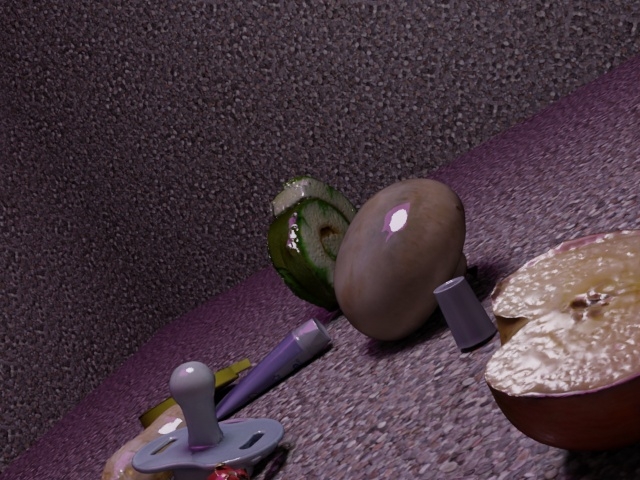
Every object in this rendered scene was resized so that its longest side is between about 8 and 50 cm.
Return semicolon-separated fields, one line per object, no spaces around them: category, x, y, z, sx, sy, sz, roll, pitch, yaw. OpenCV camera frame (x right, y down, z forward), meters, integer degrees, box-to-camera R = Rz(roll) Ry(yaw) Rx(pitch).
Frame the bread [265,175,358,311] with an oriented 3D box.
bread;0.000;0.000;2.407;0.129;0.381;0.366;-34;-6;33

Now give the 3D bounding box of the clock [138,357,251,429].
clock;-0.330;0.417;2.267;0.293;0.071;0.277;-35;-9;37

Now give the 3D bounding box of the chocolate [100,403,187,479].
chocolate;-0.357;0.468;1.899;0.134;0.134;0.309;-27;9;44

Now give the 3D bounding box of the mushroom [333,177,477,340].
mushroom;0.195;0.050;1.846;0.362;0.295;0.362;-57;15;25

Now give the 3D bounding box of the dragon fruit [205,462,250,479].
dragon fruit;-0.163;0.433;1.475;0.086;0.081;0.116;-51;-12;-52

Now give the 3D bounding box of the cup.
cup;0.258;0.123;1.541;0.074;0.116;0.104;-26;3;36

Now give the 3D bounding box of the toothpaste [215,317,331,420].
toothpaste;-0.140;0.325;2.115;0.371;0.080;0.125;-38;7;7

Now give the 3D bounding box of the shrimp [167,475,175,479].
shrimp;-0.277;0.487;1.695;0.057;0.065;0.165;-3;-3;-9

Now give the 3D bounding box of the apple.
apple;0.325;0.130;0.985;0.251;0.163;0.293;-19;26;25

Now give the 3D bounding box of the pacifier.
pacifier;-0.214;0.333;1.626;0.300;0.233;0.244;-9;13;23
